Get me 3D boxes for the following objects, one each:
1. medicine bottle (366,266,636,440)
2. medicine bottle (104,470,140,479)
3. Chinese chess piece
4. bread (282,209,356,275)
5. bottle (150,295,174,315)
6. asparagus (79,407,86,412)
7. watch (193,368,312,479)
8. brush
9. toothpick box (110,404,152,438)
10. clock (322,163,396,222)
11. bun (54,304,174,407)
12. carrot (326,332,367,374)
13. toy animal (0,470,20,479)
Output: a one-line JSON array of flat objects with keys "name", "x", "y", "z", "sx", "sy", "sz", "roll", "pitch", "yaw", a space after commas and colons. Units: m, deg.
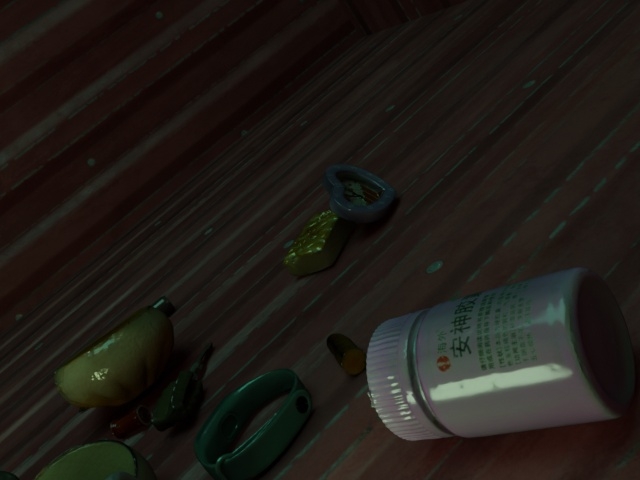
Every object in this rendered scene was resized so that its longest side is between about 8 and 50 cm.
[{"name": "medicine bottle", "x": 0.218, "y": 0.150, "z": 0.956, "sx": 0.290, "sy": 0.178, "sz": 0.178, "roll": -20, "pitch": 25, "yaw": 39}, {"name": "medicine bottle", "x": -0.351, "y": 0.497, "z": 1.068, "sx": 0.316, "sy": 0.202, "sz": 0.202, "roll": -37, "pitch": 19, "yaw": -5}, {"name": "Chinese chess piece", "x": -0.398, "y": 0.459, "z": 1.311, "sx": 0.249, "sy": 0.103, "sz": 0.250, "roll": -17, "pitch": 30, "yaw": 10}, {"name": "bread", "x": 0.000, "y": 0.001, "z": 1.824, "sx": 0.125, "sy": 0.068, "sz": 0.188, "roll": -20, "pitch": 25, "yaw": 37}, {"name": "bottle", "x": -0.476, "y": 0.216, "z": 2.144, "sx": 0.140, "sy": 0.053, "sz": 0.053, "roll": -41, "pitch": 20, "yaw": -14}, {"name": "asparagus", "x": -0.513, "y": 0.364, "z": 1.918, "sx": 0.232, "sy": 0.023, "sz": 0.022, "roll": -33, "pitch": -25, "yaw": 7}, {"name": "watch", "x": -0.117, "y": 0.319, "z": 1.305, "sx": 0.195, "sy": 0.068, "sz": 0.237, "roll": -14, "pitch": 25, "yaw": 41}, {"name": "brush", "x": -0.280, "y": 0.294, "z": 1.633, "sx": 0.084, "sy": 0.071, "sz": 0.301, "roll": -33, "pitch": 14, "yaw": 19}, {"name": "toothpick box", "x": -0.406, "y": 0.389, "z": 1.640, "sx": 0.083, "sy": 0.047, "sz": 0.047, "roll": -29, "pitch": 20, "yaw": 19}, {"name": "clock", "x": 0.094, "y": -0.102, "z": 1.825, "sx": 0.198, "sy": 0.172, "sz": 0.064, "roll": -107, "pitch": 28, "yaw": -48}, {"name": "bun", "x": -0.464, "y": 0.292, "z": 1.787, "sx": 0.299, "sy": 0.165, "sz": 0.299, "roll": -34, "pitch": 5, "yaw": 3}, {"name": "carrot", "x": 0.040, "y": 0.190, "z": 1.357, "sx": 0.048, "sy": 0.048, "sz": 0.139, "roll": -38, "pitch": 18, "yaw": -5}, {"name": "toy animal", "x": -0.667, "y": 0.553, "z": 1.605, "sx": 0.236, "sy": 0.108, "sz": 0.138, "roll": -10, "pitch": 31, "yaw": 49}]
